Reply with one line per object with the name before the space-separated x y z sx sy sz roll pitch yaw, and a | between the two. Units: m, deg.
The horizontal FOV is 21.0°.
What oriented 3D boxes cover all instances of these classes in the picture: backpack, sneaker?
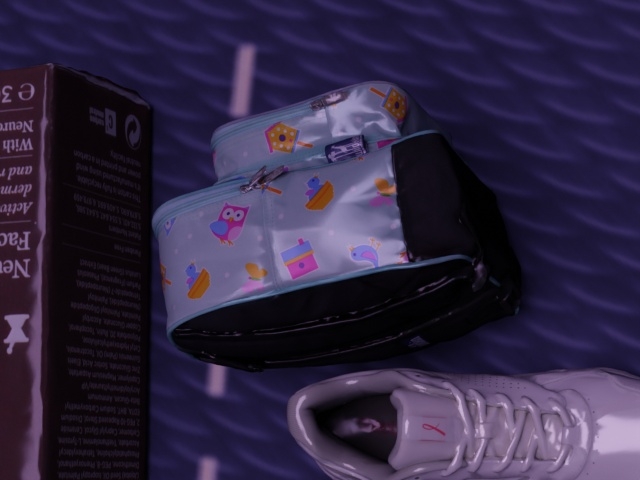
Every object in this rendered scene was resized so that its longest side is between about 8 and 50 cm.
backpack | 0.000 0.000 0.970 0.188 0.166 0.144 -22 73 14
sneaker | 0.086 0.111 0.945 0.232 0.115 0.090 -4 80 21

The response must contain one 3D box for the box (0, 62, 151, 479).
box | -0.218 0.094 1.060 0.191 0.143 0.381 -4 82 21
